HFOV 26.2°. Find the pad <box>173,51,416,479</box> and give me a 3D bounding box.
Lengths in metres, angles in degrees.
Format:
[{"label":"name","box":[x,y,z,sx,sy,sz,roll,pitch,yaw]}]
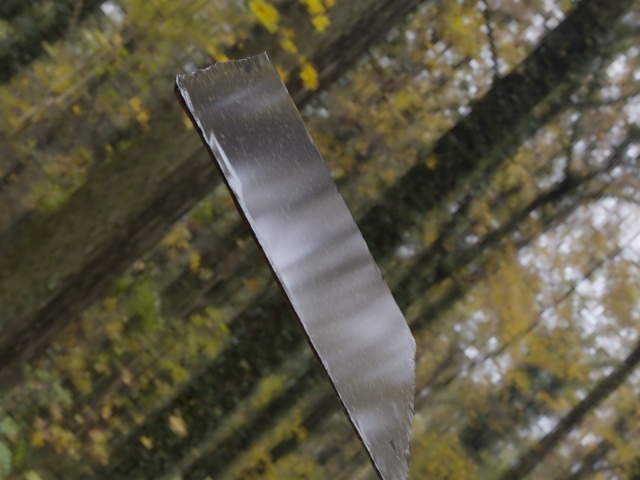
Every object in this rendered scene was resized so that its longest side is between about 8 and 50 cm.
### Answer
[{"label":"pad","box":[0.000,0.000,0.747,0.220,0.004,0.330,63,9,-6]}]
